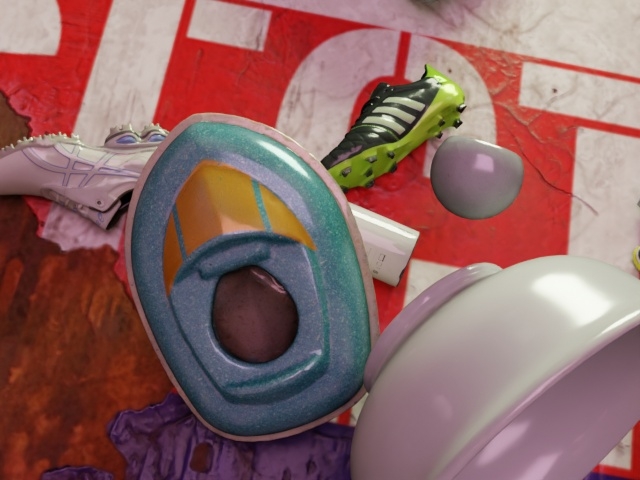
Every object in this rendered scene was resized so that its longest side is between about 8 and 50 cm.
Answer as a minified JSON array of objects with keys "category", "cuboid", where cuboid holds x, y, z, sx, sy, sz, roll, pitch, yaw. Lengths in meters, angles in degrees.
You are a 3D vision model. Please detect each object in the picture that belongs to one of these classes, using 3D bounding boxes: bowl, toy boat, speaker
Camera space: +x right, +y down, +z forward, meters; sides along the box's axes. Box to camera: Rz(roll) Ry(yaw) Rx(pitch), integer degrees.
[{"category":"bowl","cuboid":[0.126,0.112,0.668,0.298,0.298,0.134,-33,57,-16]},{"category":"toy boat","cuboid":[0.000,0.000,0.703,0.318,0.148,0.267,-24,88,4]},{"category":"speaker","cuboid":[0.016,-0.009,0.803,0.136,0.055,0.055,23,69,4]}]

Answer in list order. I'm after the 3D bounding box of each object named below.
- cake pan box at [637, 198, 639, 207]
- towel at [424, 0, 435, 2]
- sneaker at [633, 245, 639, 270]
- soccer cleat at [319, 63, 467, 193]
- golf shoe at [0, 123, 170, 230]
[{"category":"cake pan box","cuboid":[0.472,-0.034,0.850,0.246,0.070,0.267,-38,77,-19]},{"category":"towel","cuboid":[0.106,-0.460,0.963,0.320,0.090,0.374,-40,78,-17]},{"category":"sneaker","cuboid":[0.323,0.035,0.826,0.031,0.035,0.083,-42,78,-17]},{"category":"soccer cleat","cuboid":[0.057,-0.105,0.846,0.179,0.060,0.072,-33,66,-22]},{"category":"golf shoe","cuboid":[-0.211,-0.049,0.794,0.176,0.069,0.086,-9,77,-8]}]
